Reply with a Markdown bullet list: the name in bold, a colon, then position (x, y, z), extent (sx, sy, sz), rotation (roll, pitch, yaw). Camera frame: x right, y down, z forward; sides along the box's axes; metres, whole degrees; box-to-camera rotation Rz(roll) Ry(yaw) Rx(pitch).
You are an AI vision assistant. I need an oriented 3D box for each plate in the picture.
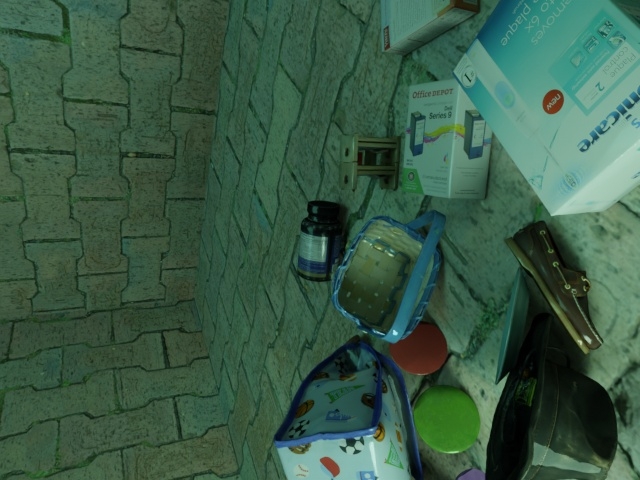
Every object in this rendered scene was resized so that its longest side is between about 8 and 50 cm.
- **plate**: position (0.304, 0.136, 0.740), extent (0.024, 0.188, 0.188), rotation (12, 108, 21)

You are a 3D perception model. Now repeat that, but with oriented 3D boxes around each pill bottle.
- **pill bottle**: position (0.000, 0.000, 1.369), extent (0.123, 0.122, 0.219), rotation (34, 122, 58)

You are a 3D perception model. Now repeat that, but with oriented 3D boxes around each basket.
- **basket**: position (0.137, 0.079, 0.951), extent (0.255, 0.201, 0.289), rotation (-64, 13, -15)

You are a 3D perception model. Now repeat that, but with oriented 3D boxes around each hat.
- **hat**: position (0.325, 0.262, 0.658), extent (0.133, 0.331, 0.331), rotation (21, 118, 19)

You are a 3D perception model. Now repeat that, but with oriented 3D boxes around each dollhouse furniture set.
- **dollhouse furniture set**: position (0.088, -0.192, 1.160), extent (0.183, 0.129, 0.129), rotation (20, 110, 61)

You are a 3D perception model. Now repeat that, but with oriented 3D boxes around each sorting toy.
- **sorting toy**: position (0.241, 0.353, 0.971), extent (0.126, 0.127, 0.366), rotation (84, 170, -58)

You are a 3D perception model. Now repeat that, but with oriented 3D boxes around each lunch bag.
- **lunch bag**: position (0.088, 0.439, 1.020), extent (0.385, 0.238, 0.328), rotation (-48, -54, -75)

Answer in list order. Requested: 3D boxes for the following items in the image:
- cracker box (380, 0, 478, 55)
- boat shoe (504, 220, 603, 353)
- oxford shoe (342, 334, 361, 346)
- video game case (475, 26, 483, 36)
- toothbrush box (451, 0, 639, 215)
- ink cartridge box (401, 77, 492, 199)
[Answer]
- **cracker box**: position (0.211, -0.493, 0.950), extent (0.232, 0.067, 0.156), rotation (1, 93, 63)
- **boat shoe**: position (0.360, 0.062, 0.703), extent (0.073, 0.073, 0.207), rotation (-33, 63, 17)
- **oxford shoe**: position (0.070, 0.412, 1.324), extent (0.130, 0.123, 0.348), rotation (36, 127, 25)
- **video game case**: position (0.320, -0.354, 0.805), extent (0.122, 0.011, 0.087), rotation (-32, 64, 60)
- **toothbrush box**: position (0.344, -0.213, 0.637), extent (0.216, 0.126, 0.296), rotation (-58, 46, 49)
- **ink cartridge box**: position (0.239, -0.192, 0.897), extent (0.154, 0.093, 0.213), rotation (25, 114, 61)
